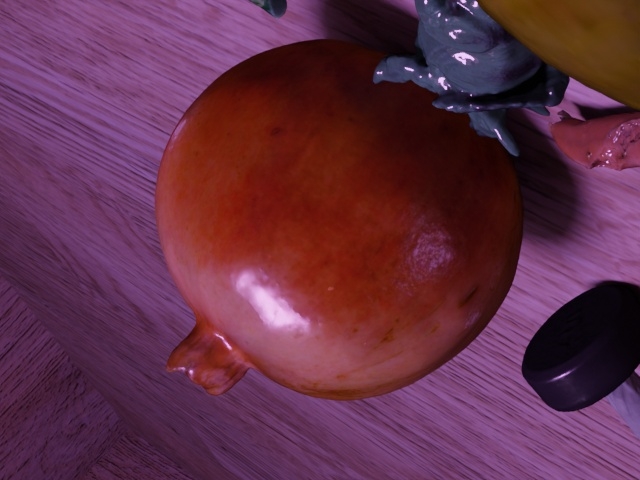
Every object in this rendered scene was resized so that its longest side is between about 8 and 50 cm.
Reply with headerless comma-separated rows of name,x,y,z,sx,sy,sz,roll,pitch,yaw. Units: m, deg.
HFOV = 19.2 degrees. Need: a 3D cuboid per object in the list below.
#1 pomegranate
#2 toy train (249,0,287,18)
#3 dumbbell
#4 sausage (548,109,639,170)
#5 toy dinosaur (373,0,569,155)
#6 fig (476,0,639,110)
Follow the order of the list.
pomegranate,0.000,0.000,1.300,0.252,0.270,0.229,35,167,12
toy train,-0.058,-0.234,1.089,0.200,0.132,0.083,36,162,18
dumbbell,0.238,0.130,1.365,0.191,0.100,0.100,49,164,-16
sausage,0.185,-0.061,1.115,0.158,0.036,0.042,7,111,67
toy dinosaur,0.072,-0.146,1.101,0.120,0.079,0.292,25,159,36
fig,0.131,-0.154,0.628,0.239,0.239,0.271,49,167,-18
